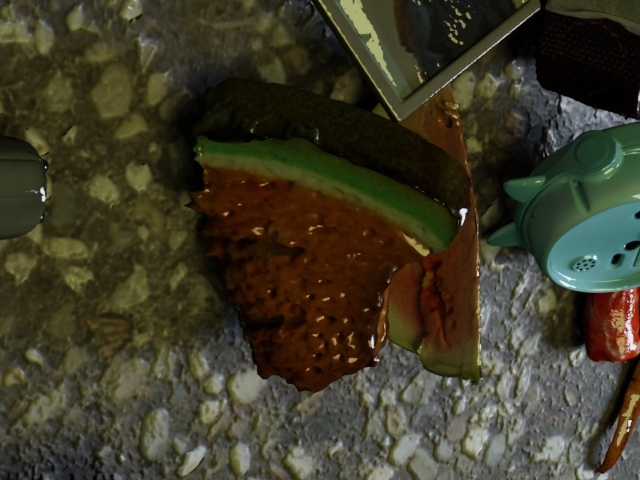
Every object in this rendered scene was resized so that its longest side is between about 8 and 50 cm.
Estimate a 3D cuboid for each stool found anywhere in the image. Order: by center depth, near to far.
[{"bbox_3d":[-0.282,-0.043,1.277,0.110,0.096,0.096,0,110,-42],"label":"stool"}]

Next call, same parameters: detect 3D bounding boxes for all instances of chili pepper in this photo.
[{"bbox_3d":[0.332,0.081,1.783,0.070,0.073,0.123,-4,109,-17],"label":"chili pepper"}]

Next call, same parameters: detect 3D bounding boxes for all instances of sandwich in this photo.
[{"bbox_3d":[0.000,0.000,1.450,0.250,0.162,0.301,15,122,5],"label":"sandwich"}]

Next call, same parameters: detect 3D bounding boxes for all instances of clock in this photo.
[{"bbox_3d":[0.316,-0.027,1.641,0.274,0.094,0.224,-7,147,-8],"label":"clock"}]

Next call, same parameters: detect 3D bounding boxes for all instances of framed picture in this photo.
[{"bbox_3d":[0.064,-0.267,1.411,0.192,0.018,0.265,-40,105,-17],"label":"framed picture"}]

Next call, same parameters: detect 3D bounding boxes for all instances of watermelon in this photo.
[{"bbox_3d":[0.083,-0.015,1.526,0.128,0.159,0.304,-6,93,0],"label":"watermelon"}]

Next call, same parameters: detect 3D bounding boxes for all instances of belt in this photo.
[{"bbox_3d":[0.306,-0.273,1.557,0.184,0.164,0.289,6,107,-65],"label":"belt"}]

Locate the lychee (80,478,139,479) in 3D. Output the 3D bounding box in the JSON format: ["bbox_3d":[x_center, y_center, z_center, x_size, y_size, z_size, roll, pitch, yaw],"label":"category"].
[{"bbox_3d":[-0.188,0.357,1.410,0.300,0.300,0.300,-15,118,-30],"label":"lychee"}]

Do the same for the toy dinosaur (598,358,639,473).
[{"bbox_3d":[0.449,0.081,1.853,0.208,0.097,0.432,-7,111,-21],"label":"toy dinosaur"}]
